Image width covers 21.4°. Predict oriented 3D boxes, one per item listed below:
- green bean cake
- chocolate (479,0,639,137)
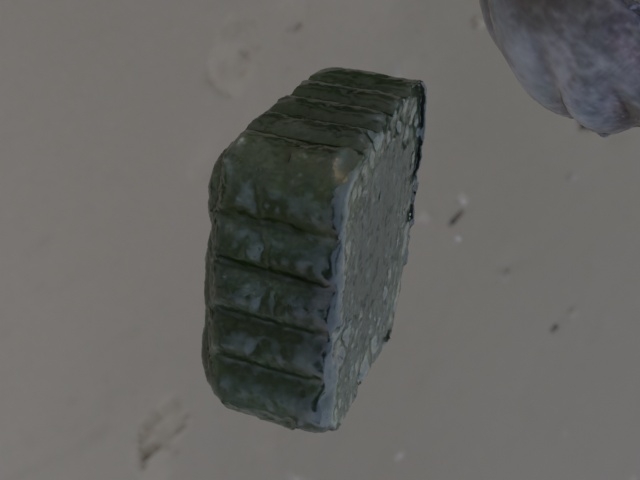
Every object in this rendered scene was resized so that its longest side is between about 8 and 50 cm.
[{"bbox_3d":[0.000,0.000,1.034,0.185,0.094,0.183,-46,144,-57],"label":"green bean cake"},{"bbox_3d":[0.241,-0.192,1.335,0.303,0.303,0.213,-14,161,-37],"label":"chocolate"}]
